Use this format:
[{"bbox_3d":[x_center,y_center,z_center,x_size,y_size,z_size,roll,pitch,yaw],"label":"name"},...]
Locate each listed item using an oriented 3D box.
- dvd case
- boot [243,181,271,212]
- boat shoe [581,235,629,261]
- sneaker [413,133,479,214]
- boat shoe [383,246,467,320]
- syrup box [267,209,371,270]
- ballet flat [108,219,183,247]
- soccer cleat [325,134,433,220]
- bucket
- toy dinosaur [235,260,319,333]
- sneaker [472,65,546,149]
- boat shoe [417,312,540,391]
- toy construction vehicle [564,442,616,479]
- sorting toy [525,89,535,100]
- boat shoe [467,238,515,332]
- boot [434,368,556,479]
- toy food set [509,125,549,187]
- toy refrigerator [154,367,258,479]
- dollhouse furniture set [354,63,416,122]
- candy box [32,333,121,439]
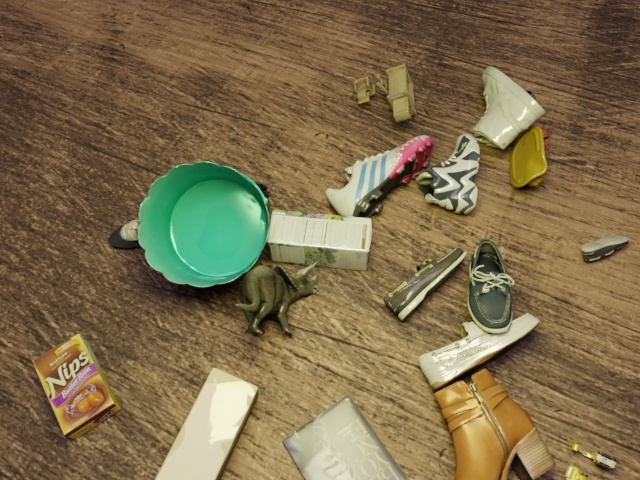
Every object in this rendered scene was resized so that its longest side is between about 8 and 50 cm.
[{"bbox_3d":[0.052,0.438,1.067,0.164,0.018,0.221,-30,63,-16],"label":"dvd case"},{"bbox_3d":[-0.181,-0.107,1.352,0.121,0.099,0.045,15,59,10],"label":"boot"},{"bbox_3d":[0.678,0.019,1.297,0.125,0.038,0.046,-16,18,-15],"label":"boat shoe"},{"bbox_3d":[0.316,-0.183,1.391,0.152,0.094,0.235,10,69,-3],"label":"sneaker"},{"bbox_3d":[0.241,0.084,1.240,0.227,0.081,0.068,-40,70,-18],"label":"boat shoe"},{"bbox_3d":[0.000,0.000,1.288,0.236,0.093,0.096,5,59,4],"label":"syrup box"},{"bbox_3d":[-0.420,-0.024,1.325,0.203,0.074,0.074,-2,59,0],"label":"ballet flat"},{"bbox_3d":[0.150,-0.180,1.382,0.143,0.116,0.331,36,64,26],"label":"soccer cleat"},{"bbox_3d":[-0.243,-0.033,1.207,0.281,0.183,0.281,0,89,-1],"label":"bucket"},{"bbox_3d":[-0.121,0.117,1.159,0.120,0.313,0.161,-6,80,27],"label":"toy dinosaur"},{"bbox_3d":[0.464,-0.355,1.476,0.108,0.169,0.293,33,24,-27],"label":"sneaker"},{"bbox_3d":[0.333,0.211,1.152,0.277,0.098,0.096,-26,63,-12],"label":"boat shoe"},{"bbox_3d":[0.523,0.448,1.047,0.098,0.035,0.086,21,72,16],"label":"toy construction vehicle"},{"bbox_3d":[0.570,-0.413,1.556,0.101,0.042,0.061,-7,59,-3],"label":"sorting toy"},{"bbox_3d":[0.371,0.092,1.185,0.095,0.079,0.255,6,36,12],"label":"boat shoe"},{"bbox_3d":[0.281,0.386,1.039,0.283,0.109,0.220,-24,63,-15],"label":"boot"},{"bbox_3d":[0.553,-0.219,1.402,0.071,0.128,0.218,20,54,-11],"label":"toy food set"},{"bbox_3d":[-0.223,0.398,1.056,0.102,0.094,0.270,22,62,6],"label":"toy refrigerator"},{"bbox_3d":[0.181,-0.375,1.533,0.160,0.101,0.182,-12,56,23],"label":"dollhouse furniture set"},{"bbox_3d":[-0.511,0.302,1.141,0.109,0.053,0.187,-32,62,-16],"label":"candy box"}]
